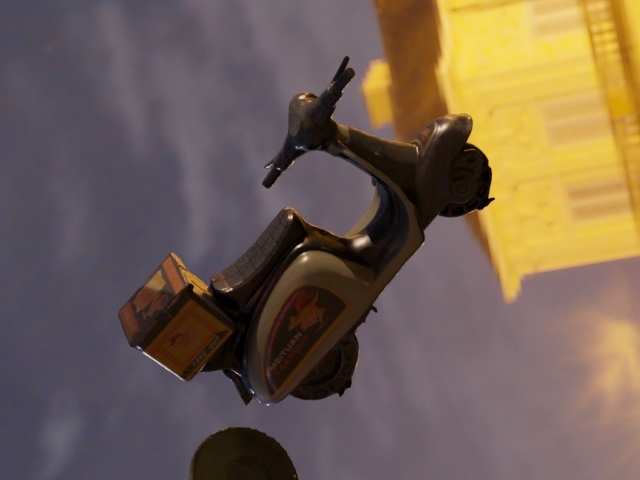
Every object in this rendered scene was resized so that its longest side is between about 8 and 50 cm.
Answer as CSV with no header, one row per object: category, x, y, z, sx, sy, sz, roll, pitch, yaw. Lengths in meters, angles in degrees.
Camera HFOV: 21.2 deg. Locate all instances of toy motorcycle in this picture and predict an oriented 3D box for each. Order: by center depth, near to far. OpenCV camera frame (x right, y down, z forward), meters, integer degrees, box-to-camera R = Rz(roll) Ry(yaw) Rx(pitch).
toy motorcycle,0.000,0.000,1.173,0.157,0.263,0.091,37,-173,-26

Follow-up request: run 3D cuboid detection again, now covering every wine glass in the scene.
wine glass,-0.094,0.342,1.497,0.309,0.096,0.264,-51,53,53
